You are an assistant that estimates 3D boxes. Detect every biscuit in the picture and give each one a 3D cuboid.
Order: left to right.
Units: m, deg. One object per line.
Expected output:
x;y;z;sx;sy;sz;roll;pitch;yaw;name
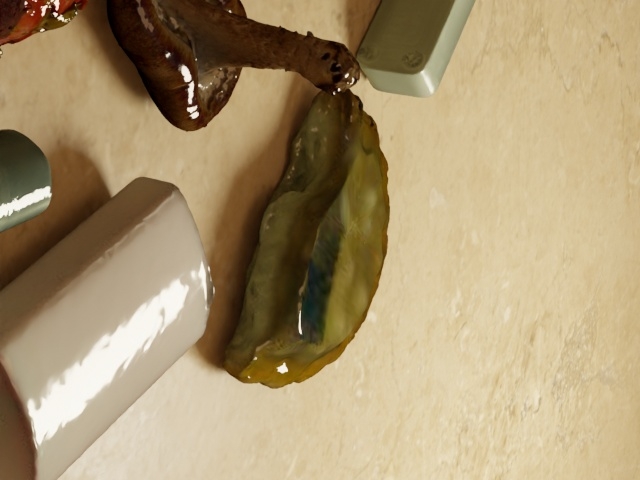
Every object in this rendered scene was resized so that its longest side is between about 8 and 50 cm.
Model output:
0.000;0.000;1.875;0.329;0.078;0.335;-29;127;-59;biscuit

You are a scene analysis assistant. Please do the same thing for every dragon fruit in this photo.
-0.221;-0.218;1.378;0.102;0.096;0.147;-44;138;-51;dragon fruit

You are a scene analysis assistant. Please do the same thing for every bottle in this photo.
-0.320;-0.014;1.290;0.286;0.082;0.082;-29;124;-54;bottle

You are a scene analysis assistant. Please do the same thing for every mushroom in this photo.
-0.068;-0.187;1.534;0.148;0.217;0.227;-66;149;-20;mushroom

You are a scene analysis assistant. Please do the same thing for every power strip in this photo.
0.155;-0.339;2.008;0.385;0.091;0.062;-65;150;-23;power strip

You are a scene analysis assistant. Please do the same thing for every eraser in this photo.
-0.207;0.084;1.515;0.270;0.094;0.174;-46;138;-45;eraser
